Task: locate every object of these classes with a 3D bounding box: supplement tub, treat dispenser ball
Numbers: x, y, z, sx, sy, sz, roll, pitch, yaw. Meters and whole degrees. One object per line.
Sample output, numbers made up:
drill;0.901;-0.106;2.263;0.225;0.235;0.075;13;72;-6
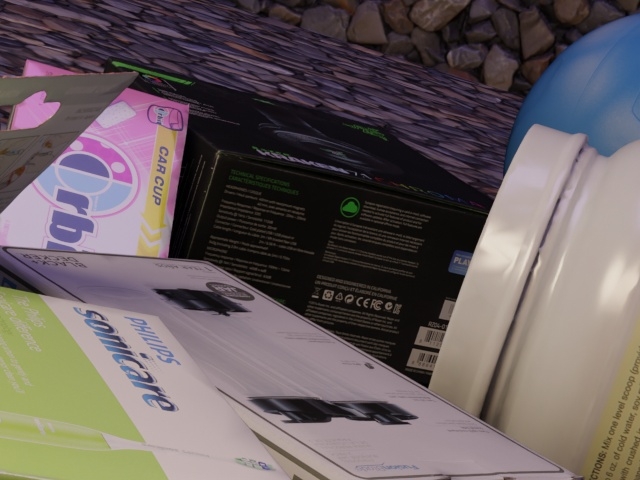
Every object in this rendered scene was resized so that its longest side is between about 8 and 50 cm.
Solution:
supplement tub;0.239;0.080;1.103;0.325;0.235;0.235;20;12;9
treat dispenser ball;0.294;-0.048;1.638;0.288;0.288;0.288;17;12;-4

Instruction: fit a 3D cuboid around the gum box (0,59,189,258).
gum box;-0.146;-0.021;1.201;0.107;0.062;0.188;15;46;-12

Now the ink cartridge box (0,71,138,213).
ink cartridge box;-0.210;-0.011;0.897;0.066;0.232;0.189;44;17;9

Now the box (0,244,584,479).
box;-0.035;0.097;0.988;0.290;0.087;0.169;27;15;40

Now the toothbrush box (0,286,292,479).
toothbrush box;-0.173;0.091;0.731;0.283;0.122;0.206;11;14;-26

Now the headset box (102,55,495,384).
headset box;-0.027;-0.017;1.410;0.246;0.131;0.283;13;12;-25
